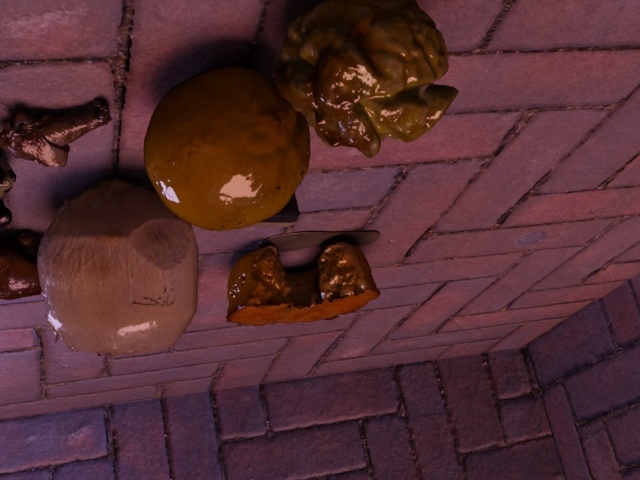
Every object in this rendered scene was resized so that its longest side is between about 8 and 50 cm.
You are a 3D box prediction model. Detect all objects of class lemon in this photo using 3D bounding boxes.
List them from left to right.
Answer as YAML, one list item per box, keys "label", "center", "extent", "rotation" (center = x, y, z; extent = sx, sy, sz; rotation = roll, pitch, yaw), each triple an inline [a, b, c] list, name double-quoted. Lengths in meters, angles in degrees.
- label: "lemon"
  center: [-0.159, -0.155, 1.485]
  extent: [0.297, 0.297, 0.297]
  rotation: [-10, 159, -4]

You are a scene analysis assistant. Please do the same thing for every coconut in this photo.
- label: "coconut"
  center: [-0.420, 0.049, 1.819]
  extent: [0.346, 0.361, 0.346]
  rotation: [0, -175, 0]

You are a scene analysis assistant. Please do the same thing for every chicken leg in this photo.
- label: "chicken leg"
  center: [-0.466, -0.188, 1.528]
  extent: [0.196, 0.080, 0.125]
  rotation: [-7, 146, -14]

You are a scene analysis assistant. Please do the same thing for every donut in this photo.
- label: "donut"
  center: [-0.068, 0.127, 2.408]
  extent: [0.435, 0.164, 0.377]
  rotation: [-5, 163, -20]

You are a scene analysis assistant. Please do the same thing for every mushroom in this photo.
- label: "mushroom"
  center: [-0.687, 0.075, 1.979]
  extent: [0.231, 0.138, 0.194]
  rotation: [6, 153, -38]

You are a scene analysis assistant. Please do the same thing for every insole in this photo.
- label: "insole"
  center: [0.000, 0.000, 2.338]
  extent: [0.348, 0.009, 0.119]
  rotation: [-3, 156, -22]

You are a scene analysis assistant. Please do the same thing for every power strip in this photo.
- label: "power strip"
  center: [-0.167, -0.086, 1.900]
  extent: [0.256, 0.105, 0.070]
  rotation: [0, 157, -28]

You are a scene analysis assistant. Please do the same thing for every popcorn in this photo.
- label: "popcorn"
  center: [0.063, -0.266, 1.365]
  extent: [0.247, 0.282, 0.282]
  rotation: [-40, 165, -17]

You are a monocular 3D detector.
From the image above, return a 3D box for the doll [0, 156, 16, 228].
- label: "doll"
  center: [-0.669, -0.078, 1.618]
  extent: [0.234, 0.135, 0.143]
  rotation: [-30, 147, 28]
